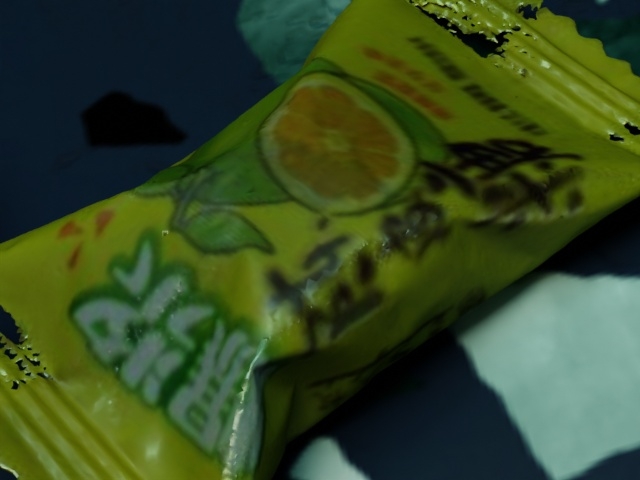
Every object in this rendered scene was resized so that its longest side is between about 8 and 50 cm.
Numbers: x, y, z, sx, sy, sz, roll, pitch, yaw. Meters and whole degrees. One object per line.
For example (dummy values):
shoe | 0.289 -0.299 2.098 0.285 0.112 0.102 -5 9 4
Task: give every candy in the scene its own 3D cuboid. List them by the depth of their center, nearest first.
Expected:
candy | 0.000 0.000 0.697 0.297 0.081 0.187 -34 54 -23
